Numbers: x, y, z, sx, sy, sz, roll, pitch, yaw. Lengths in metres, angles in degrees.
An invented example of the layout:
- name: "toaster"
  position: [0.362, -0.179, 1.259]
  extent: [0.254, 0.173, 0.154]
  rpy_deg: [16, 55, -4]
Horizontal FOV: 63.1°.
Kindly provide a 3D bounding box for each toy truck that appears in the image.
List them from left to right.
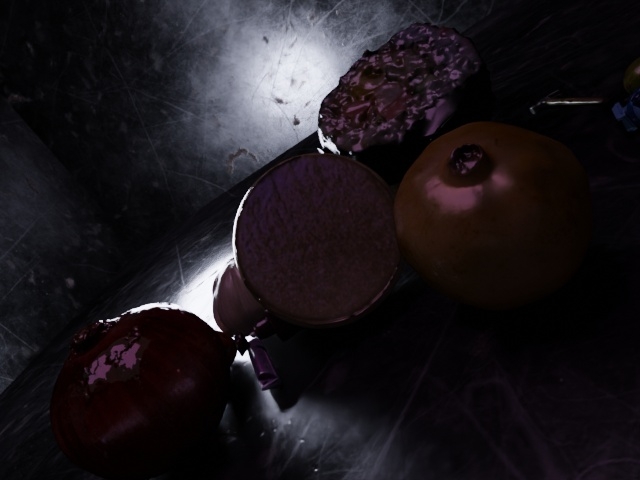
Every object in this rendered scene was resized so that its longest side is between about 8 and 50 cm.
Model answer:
- name: "toy truck"
  position: [0.471, -0.196, 0.773]
  extent: [0.073, 0.056, 0.090]
  rpy_deg: [-47, 7, -12]

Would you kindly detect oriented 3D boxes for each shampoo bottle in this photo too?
- name: "shampoo bottle"
  position: [-0.039, 0.118, 0.889]
  extent: [0.236, 0.067, 0.068]
  rpy_deg: [-31, 0, 1]

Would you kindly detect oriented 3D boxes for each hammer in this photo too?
- name: "hammer"
  position: [0.479, -0.266, 0.994]
  extent: [0.062, 0.017, 0.182]
  rpy_deg: [-38, 19, -4]

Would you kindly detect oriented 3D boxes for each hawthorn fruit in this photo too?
- name: "hawthorn fruit"
  position: [-0.204, 0.206, 0.971]
  extent: [0.093, 0.093, 0.093]
  rpy_deg: [-33, 18, 12]

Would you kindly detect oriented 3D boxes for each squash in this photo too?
- name: "squash"
  position: [0.559, -0.290, 0.812]
  extent: [0.201, 0.066, 0.066]
  rpy_deg: [-35, 17, -4]

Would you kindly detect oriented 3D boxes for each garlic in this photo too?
- name: "garlic"
  position: [-0.120, 0.083, 1.024]
  extent: [0.227, 0.152, 0.228]
  rpy_deg: [-33, 22, 15]

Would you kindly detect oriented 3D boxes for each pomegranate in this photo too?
- name: "pomegranate"
  position: [0.198, -0.025, 0.601]
  extent: [0.233, 0.233, 0.233]
  rpy_deg: [-33, 18, 12]

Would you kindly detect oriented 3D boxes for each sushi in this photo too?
- name: "sushi"
  position: [0.190, -0.205, 1.007]
  extent: [0.328, 0.285, 0.328]
  rpy_deg: [-44, 39, -5]

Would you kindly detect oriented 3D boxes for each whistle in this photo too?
- name: "whistle"
  position: [-0.097, 0.204, 0.865]
  extent: [0.033, 0.033, 0.176]
  rpy_deg: [-39, 18, -6]

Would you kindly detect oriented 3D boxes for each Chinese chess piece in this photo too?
- name: "Chinese chess piece"
  position: [0.000, 0.000, 0.806]
  extent: [0.270, 0.270, 0.112]
  rpy_deg: [-37, -2, -1]

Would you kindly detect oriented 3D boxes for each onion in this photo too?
- name: "onion"
  position: [-0.271, 0.220, 0.796]
  extent: [0.276, 0.276, 0.276]
  rpy_deg: [-33, 18, 12]
